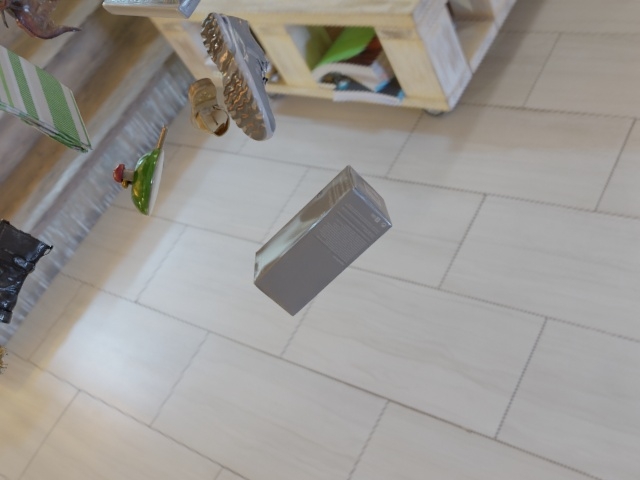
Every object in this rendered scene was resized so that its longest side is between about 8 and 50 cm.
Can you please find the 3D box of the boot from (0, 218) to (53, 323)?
[{"bbox_3d":[-0.791,0.055,1.733,0.091,0.263,0.229,-11,58,70],"label":"boot"}]

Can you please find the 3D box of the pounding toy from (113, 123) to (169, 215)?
[{"bbox_3d":[-0.484,-0.184,1.965,0.110,0.183,0.237,12,50,-8],"label":"pounding toy"}]

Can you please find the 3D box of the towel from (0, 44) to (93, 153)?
[{"bbox_3d":[-0.696,-0.350,1.750,0.038,0.325,0.248,-36,60,16],"label":"towel"}]

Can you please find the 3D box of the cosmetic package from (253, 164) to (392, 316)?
[{"bbox_3d":[0.000,0.000,1.244,0.238,0.107,0.127,-41,20,13],"label":"cosmetic package"}]

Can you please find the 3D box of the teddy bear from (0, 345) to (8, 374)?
[{"bbox_3d":[-0.653,0.146,1.243,0.245,0.113,0.338,-30,68,18],"label":"teddy bear"}]

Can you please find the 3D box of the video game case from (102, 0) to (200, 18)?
[{"bbox_3d":[-0.285,-0.584,1.505,0.329,0.036,0.300,21,77,46],"label":"video game case"}]

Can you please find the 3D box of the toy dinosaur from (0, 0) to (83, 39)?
[{"bbox_3d":[-0.813,-0.628,2.033,0.127,0.295,0.200,-34,36,26],"label":"toy dinosaur"}]

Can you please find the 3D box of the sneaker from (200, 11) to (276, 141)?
[{"bbox_3d":[-0.140,-0.341,1.508,0.115,0.281,0.105,-17,-5,-37],"label":"sneaker"}]

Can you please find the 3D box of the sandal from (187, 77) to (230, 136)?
[{"bbox_3d":[-0.242,-0.270,1.657,0.088,0.240,0.079,-27,75,-7],"label":"sandal"}]
